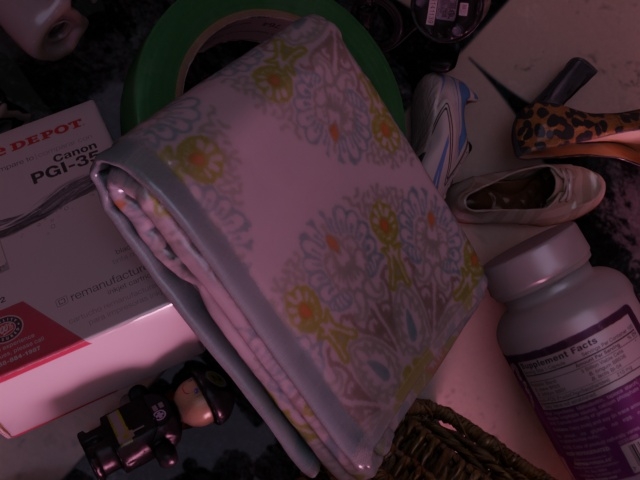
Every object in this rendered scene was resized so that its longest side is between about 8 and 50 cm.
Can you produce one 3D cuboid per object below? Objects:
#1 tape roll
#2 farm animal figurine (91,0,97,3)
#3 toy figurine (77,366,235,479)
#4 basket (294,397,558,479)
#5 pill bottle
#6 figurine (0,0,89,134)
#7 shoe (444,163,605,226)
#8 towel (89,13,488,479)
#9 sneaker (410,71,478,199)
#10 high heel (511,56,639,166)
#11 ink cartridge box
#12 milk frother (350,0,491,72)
[{"bbox_3d":[-0.058,-0.133,0.904,0.321,0.077,0.321,5,79,-25],"label":"tape roll"},{"bbox_3d":[-0.243,-0.360,0.875,0.327,0.172,0.330,-17,41,-41],"label":"farm animal figurine"},{"bbox_3d":[-0.138,0.243,0.815,0.148,0.209,0.213,-26,84,-20],"label":"toy figurine"},{"bbox_3d":[0.134,0.277,0.801,0.299,0.213,0.223,32,75,39],"label":"basket"},{"bbox_3d":[0.311,0.137,0.935,0.169,0.169,0.301,-28,88,-13],"label":"pill bottle"},{"bbox_3d":[-0.386,-0.235,0.862,0.209,0.092,0.215,39,106,2],"label":"figurine"},{"bbox_3d":[0.263,-0.055,1.005,0.219,0.058,0.076,-8,84,-11],"label":"shoe"},{"bbox_3d":[0.000,0.000,0.782,0.374,0.090,0.320,56,45,-14],"label":"towel"},{"bbox_3d":[0.139,-0.086,0.976,0.086,0.085,0.237,15,83,-16],"label":"sneaker"},{"bbox_3d":[0.368,-0.099,0.995,0.261,0.093,0.186,38,61,11],"label":"high heel"},{"bbox_3d":[-0.267,0.018,0.804,0.207,0.117,0.283,-24,58,-13],"label":"ink cartridge box"},{"bbox_3d":[0.124,-0.282,0.976,0.143,0.135,0.129,27,113,5],"label":"milk frother"}]
